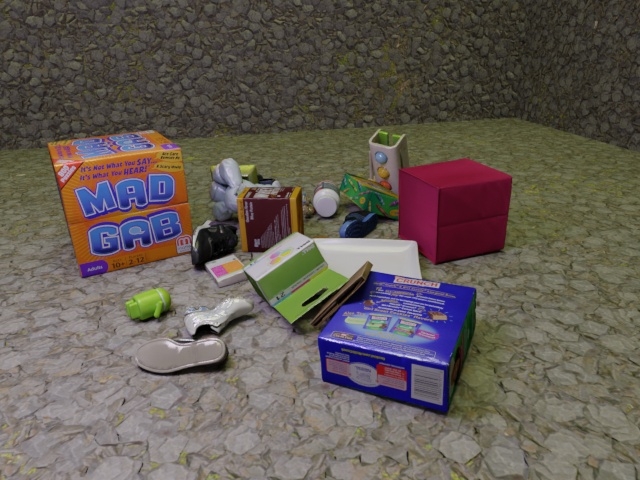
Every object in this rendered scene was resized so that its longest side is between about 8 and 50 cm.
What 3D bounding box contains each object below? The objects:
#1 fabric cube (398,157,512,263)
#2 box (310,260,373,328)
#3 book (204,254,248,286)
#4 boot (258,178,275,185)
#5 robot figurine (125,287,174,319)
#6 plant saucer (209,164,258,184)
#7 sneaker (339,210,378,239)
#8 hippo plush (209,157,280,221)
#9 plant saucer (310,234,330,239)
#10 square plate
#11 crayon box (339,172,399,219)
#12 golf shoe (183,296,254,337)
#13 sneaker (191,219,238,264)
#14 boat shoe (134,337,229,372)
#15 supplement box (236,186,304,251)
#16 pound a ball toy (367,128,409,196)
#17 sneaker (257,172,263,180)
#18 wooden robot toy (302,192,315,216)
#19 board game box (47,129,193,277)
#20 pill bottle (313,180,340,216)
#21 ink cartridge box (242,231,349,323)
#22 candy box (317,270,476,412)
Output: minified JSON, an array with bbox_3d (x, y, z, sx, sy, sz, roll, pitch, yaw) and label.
[{"bbox_3d":[0.423,-0.103,1.586,0.258,0.259,0.254,-11,26,-17],"label":"fabric cube"},{"bbox_3d":[0.057,0.125,1.174,0.021,0.164,0.201,45,13,3],"label":"box"},{"bbox_3d":[-0.282,0.089,1.468,0.096,0.035,0.144,-16,27,-23],"label":"book"},{"bbox_3d":[-0.274,-0.222,2.095,0.219,0.106,0.082,9,25,23],"label":"boot"},{"bbox_3d":[-0.439,0.162,1.261,0.115,0.067,0.101,-20,18,-37],"label":"robot figurine"},{"bbox_3d":[-0.349,-0.215,1.999,0.188,0.188,0.045,-1,38,2],"label":"plant saucer"},{"bbox_3d":[0.114,-0.053,1.721,0.090,0.081,0.232,10,19,31],"label":"sneaker"},{"bbox_3d":[-0.266,-0.193,1.866,0.236,0.234,0.294,-5,3,-35],"label":"hippo plush"},{"bbox_3d":[0.000,0.000,1.676,0.083,0.015,0.083,-2,24,1],"label":"plant saucer"},{"bbox_3d":[0.117,0.081,1.439,0.347,0.049,0.344,1,23,7],"label":"square plate"},{"bbox_3d":[0.202,-0.176,1.922,0.165,0.081,0.278,14,16,-23],"label":"crayon box"},{"bbox_3d":[-0.244,0.195,1.203,0.176,0.069,0.086,-12,45,-17],"label":"golf shoe"},{"bbox_3d":[-0.336,-0.001,1.587,0.124,0.107,0.283,5,21,0],"label":"sneaker"},{"bbox_3d":[-0.303,0.254,1.078,0.206,0.075,0.065,-5,-20,5],"label":"boat shoe"},{"bbox_3d":[-0.162,-0.072,1.630,0.194,0.191,0.129,0,23,6],"label":"supplement box"},{"bbox_3d":[0.258,-0.309,2.080,0.208,0.319,0.136,20,57,29],"label":"pound a ball toy"},{"bbox_3d":[-0.394,-0.284,2.281,0.227,0.087,0.130,-12,23,-30],"label":"sneaker"},{"bbox_3d":[-0.071,-0.122,1.933,0.079,0.076,0.173,-35,20,13],"label":"wooden robot toy"},{"bbox_3d":[-0.660,-0.142,1.622,0.356,0.356,0.356,-14,27,-27],"label":"board game box"},{"bbox_3d":[0.024,-0.163,1.936,0.108,0.108,0.180,-1,23,2],"label":"pill bottle"},{"bbox_3d":[-0.069,0.085,1.258,0.189,0.097,0.255,-35,23,-15],"label":"ink cartridge box"},{"bbox_3d":[0.181,0.199,1.069,0.268,0.122,0.317,8,26,25],"label":"candy box"}]
